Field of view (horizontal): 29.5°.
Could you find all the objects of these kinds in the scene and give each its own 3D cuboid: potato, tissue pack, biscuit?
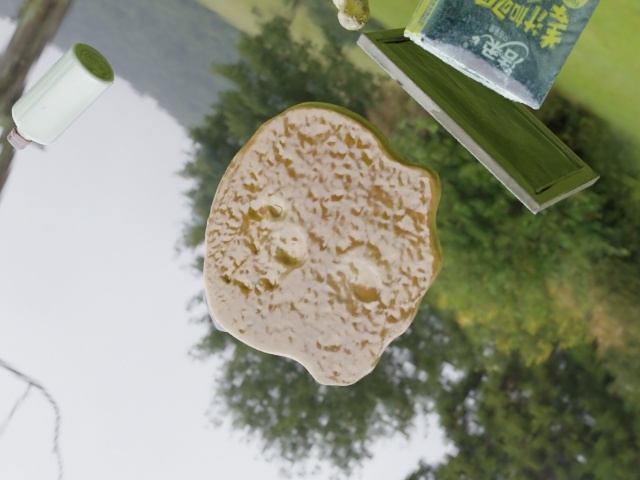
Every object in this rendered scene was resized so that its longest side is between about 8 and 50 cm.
[{"bbox_3d":[0.036,-0.301,1.501,0.046,0.045,0.092,13,-122,-69],"label":"potato"},{"bbox_3d":[0.242,-0.311,1.448,0.185,0.257,0.081,27,-173,-23],"label":"tissue pack"},{"bbox_3d":[0.001,0.000,1.822,0.365,0.385,0.062,29,-169,15],"label":"biscuit"}]

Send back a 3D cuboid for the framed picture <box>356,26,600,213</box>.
[{"bbox_3d":[0.294,-0.235,2.222,0.446,0.028,0.326,45,-151,13],"label":"framed picture"}]

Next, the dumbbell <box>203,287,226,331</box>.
[{"bbox_3d":[-0.113,0.018,2.154,0.160,0.325,0.144,13,-141,0],"label":"dumbbell"}]

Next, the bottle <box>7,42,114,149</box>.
[{"bbox_3d":[-0.504,-0.260,2.307,0.104,0.245,0.104,41,-155,-24],"label":"bottle"}]
